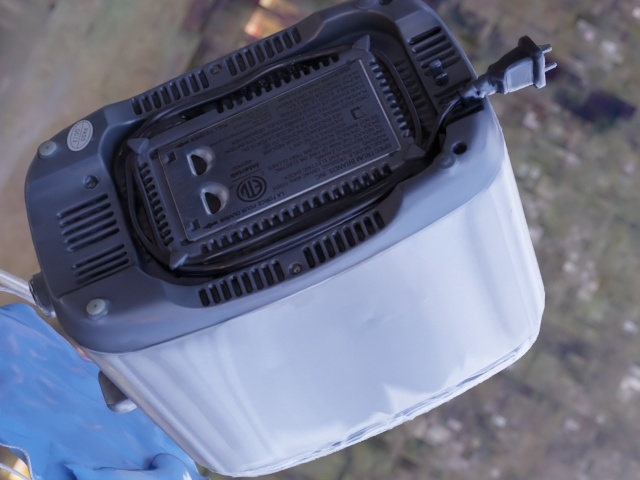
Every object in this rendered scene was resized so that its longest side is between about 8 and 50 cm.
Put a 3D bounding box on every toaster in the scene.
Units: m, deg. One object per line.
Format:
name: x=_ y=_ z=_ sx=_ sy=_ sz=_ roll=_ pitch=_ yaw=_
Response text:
toaster: x=0.000 y=0.000 z=0.825 sx=0.146 sy=0.227 sz=0.129 roll=63 pitch=2 yaw=-51

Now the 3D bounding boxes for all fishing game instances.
fishing game: x=-0.139 y=0.087 z=1.015 sx=0.041 sy=0.189 sz=0.264 roll=-56 pitch=-152 yaw=14
